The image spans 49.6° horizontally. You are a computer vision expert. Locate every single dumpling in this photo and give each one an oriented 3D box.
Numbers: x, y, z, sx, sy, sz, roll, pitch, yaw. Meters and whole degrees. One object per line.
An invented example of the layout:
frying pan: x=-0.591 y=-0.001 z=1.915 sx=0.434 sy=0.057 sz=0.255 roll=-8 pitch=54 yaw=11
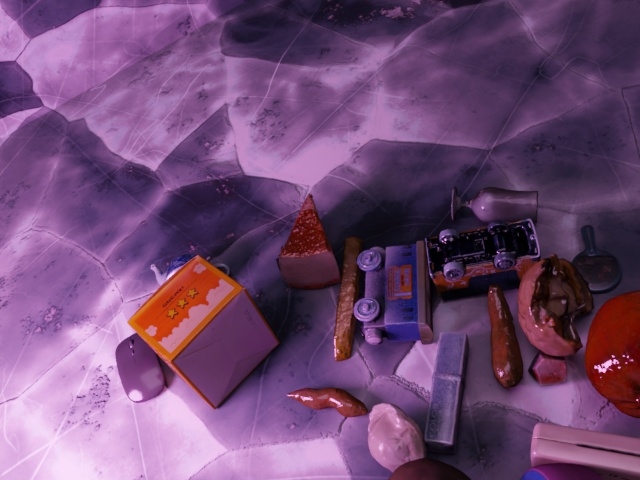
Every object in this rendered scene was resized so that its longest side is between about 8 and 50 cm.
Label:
dumpling: x=0.179 y=0.454 z=1.585 sx=0.136 sy=0.118 sz=0.199 roll=-50 pitch=57 yaw=33

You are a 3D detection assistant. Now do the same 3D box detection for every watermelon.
watermelon: x=0.537 y=0.290 z=1.628 sx=0.085 sy=0.072 sz=0.092 roll=-6 pitch=48 yaw=-5

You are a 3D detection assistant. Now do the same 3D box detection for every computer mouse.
computer mouse: x=-0.512 y=0.351 z=1.957 sx=0.120 sy=0.057 sz=0.232 roll=-27 pitch=49 yaw=-3

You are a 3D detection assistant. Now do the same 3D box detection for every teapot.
teapot: x=-0.384 y=0.102 z=2.059 sx=0.232 sy=0.159 sz=0.159 roll=-1 pitch=47 yaw=-16

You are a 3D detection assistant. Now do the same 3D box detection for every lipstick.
lipstick: x=0.302 y=0.360 z=1.649 sx=0.077 sy=0.076 sz=0.289 roll=3 pitch=54 yaw=20

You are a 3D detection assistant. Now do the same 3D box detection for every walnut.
walnut: x=0.544 y=0.153 z=1.656 sx=0.141 sy=0.204 sz=0.238 roll=-29 pitch=13 yaw=44

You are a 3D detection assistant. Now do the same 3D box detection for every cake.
cake: x=0.000 y=0.000 z=1.992 sx=0.160 sy=0.158 sz=0.262 roll=9 pitch=55 yaw=20

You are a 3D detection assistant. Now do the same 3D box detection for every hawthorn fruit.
hawthorn fruit: x=0.725 y=0.215 z=1.502 sx=0.287 sy=0.287 sz=0.330 roll=0 pitch=46 yaw=19

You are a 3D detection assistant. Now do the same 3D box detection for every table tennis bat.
table tennis bat: x=0.704 y=0.047 z=1.788 sx=0.124 sy=0.033 sz=0.201 roll=-6 pitch=56 yaw=13

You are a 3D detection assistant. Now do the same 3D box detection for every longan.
longan: x=0.232 y=0.576 z=1.414 sx=0.215 sy=0.246 sz=0.246 roll=18 pitch=54 yaw=-9

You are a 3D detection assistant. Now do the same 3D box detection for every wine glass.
wine glass: x=0.487 y=-0.098 z=1.932 sx=0.231 sy=0.103 sz=0.103 roll=4 pitch=55 yaw=19

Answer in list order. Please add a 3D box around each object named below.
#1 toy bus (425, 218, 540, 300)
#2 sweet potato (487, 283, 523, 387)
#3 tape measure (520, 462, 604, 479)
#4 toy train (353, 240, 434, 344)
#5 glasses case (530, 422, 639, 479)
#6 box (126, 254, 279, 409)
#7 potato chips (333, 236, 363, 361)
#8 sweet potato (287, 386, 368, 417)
toy bus: x=0.426 y=0.053 z=1.793 sx=0.275 sy=0.167 sz=0.138 roll=-12 pitch=50 yaw=14
sweet potato: x=0.448 y=0.233 z=1.695 sx=0.075 sy=0.075 sz=0.273 roll=-8 pitch=56 yaw=14
tape measure: x=0.474 y=0.556 z=1.337 sx=0.149 sy=0.245 sz=0.231 roll=3 pitch=53 yaw=-9
toy train: x=0.197 y=0.136 z=1.830 sx=0.202 sy=0.131 sz=0.299 roll=-5 pitch=52 yaw=13
glasses case: x=0.609 y=0.460 z=1.420 sx=0.336 sy=0.144 sz=0.076 roll=4 pitch=53 yaw=23
box: x=-0.302 y=0.239 z=1.821 sx=0.259 sy=0.283 sz=0.214 roll=-44 pitch=51 yaw=-17
potato chips: x=0.080 y=0.137 z=1.908 sx=0.057 sy=0.080 sz=0.407 roll=2 pitch=54 yaw=8
sweet potato: x=0.018 y=0.398 z=1.736 sx=0.218 sy=0.051 sz=0.065 roll=7 pitch=58 yaw=24
